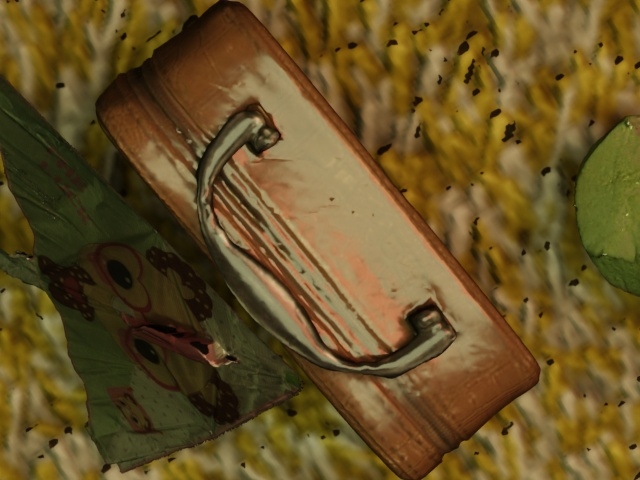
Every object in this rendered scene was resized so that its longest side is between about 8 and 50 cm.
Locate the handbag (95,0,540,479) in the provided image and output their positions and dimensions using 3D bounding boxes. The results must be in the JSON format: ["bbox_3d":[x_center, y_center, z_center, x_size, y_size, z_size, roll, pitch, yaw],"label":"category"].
[{"bbox_3d":[0.000,0.000,0.653,0.072,0.151,0.193,-38,97,1],"label":"handbag"}]

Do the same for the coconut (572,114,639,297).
[{"bbox_3d":[0.149,-0.010,0.688,0.083,0.081,0.082,-52,53,2],"label":"coconut"}]

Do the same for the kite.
[{"bbox_3d":[-0.109,0.016,0.668,0.250,0.012,0.229,23,141,29],"label":"kite"}]
